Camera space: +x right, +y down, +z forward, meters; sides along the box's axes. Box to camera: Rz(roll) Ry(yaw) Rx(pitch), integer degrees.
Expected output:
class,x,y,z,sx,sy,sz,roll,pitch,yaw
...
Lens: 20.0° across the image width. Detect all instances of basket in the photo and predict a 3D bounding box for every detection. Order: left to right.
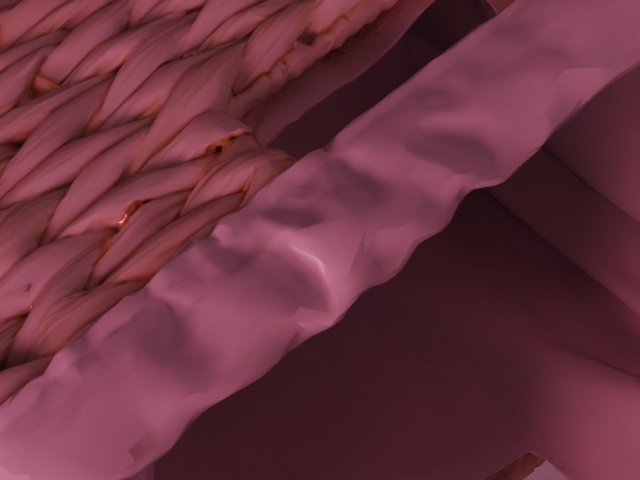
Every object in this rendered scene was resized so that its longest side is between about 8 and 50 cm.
class,x,y,z,sx,sy,sz,roll,pitch,yaw
basket,0.000,0.000,0.663,0.266,0.328,0.331,41,160,32
